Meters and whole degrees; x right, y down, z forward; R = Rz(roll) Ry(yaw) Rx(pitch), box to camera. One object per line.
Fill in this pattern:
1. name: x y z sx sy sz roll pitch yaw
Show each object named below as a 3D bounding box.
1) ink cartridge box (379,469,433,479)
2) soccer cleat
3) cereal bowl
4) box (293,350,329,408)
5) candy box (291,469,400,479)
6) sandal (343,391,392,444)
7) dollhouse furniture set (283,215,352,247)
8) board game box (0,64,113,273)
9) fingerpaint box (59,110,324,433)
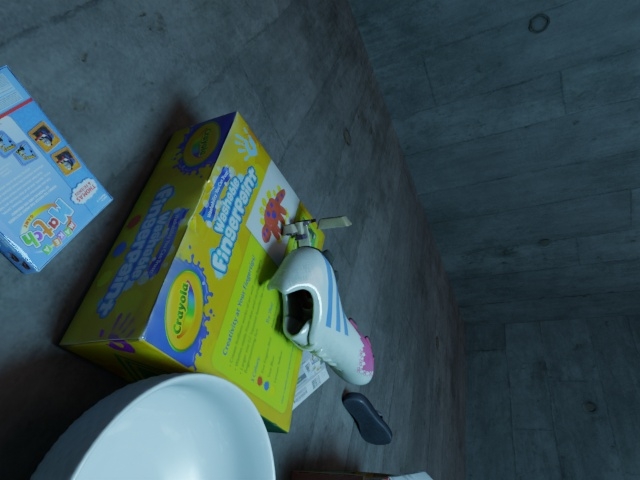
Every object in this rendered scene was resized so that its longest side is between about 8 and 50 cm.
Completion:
1. ink cartridge box: 0.119 0.635 0.883 0.309 0.130 0.272 -56 141 1
2. soccer cleat: -0.003 0.169 0.819 0.143 0.116 0.331 -46 123 -41
3. cereal bowl: -0.200 0.328 0.515 0.339 0.141 0.339 33 51 -55
4. box: -0.058 0.278 1.048 0.145 0.038 0.186 -28 108 -46
5. candy box: 0.081 0.613 1.085 0.316 0.183 0.087 41 44 -52
6. sandal: 0.154 0.539 1.354 0.254 0.097 0.054 64 30 -29
7. dollhouse furniture set: 0.000 0.000 0.857 0.091 0.114 0.081 -23 105 -67
8. board game box: -0.386 -0.088 0.562 0.211 0.039 0.160 62 32 -31
9. fingerpaint box: -0.169 0.062 0.803 0.371 0.163 0.444 54 36 -43
